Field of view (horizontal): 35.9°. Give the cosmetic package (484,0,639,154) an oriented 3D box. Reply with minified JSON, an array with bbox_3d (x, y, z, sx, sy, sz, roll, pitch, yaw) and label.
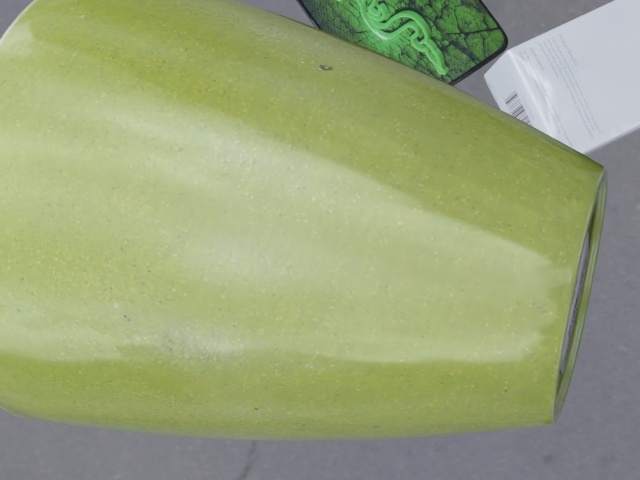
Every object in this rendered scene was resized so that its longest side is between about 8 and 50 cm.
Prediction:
[{"bbox_3d":[0.502,-0.285,1.668,0.385,0.156,0.217,-24,86,-9],"label":"cosmetic package"}]

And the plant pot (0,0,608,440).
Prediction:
[{"bbox_3d":[0.000,0.000,0.556,0.294,0.275,0.274,11,92,18],"label":"plant pot"}]

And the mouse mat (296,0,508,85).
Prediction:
[{"bbox_3d":[0.068,-0.220,0.919,0.153,0.007,0.189,-35,87,-13],"label":"mouse mat"}]
